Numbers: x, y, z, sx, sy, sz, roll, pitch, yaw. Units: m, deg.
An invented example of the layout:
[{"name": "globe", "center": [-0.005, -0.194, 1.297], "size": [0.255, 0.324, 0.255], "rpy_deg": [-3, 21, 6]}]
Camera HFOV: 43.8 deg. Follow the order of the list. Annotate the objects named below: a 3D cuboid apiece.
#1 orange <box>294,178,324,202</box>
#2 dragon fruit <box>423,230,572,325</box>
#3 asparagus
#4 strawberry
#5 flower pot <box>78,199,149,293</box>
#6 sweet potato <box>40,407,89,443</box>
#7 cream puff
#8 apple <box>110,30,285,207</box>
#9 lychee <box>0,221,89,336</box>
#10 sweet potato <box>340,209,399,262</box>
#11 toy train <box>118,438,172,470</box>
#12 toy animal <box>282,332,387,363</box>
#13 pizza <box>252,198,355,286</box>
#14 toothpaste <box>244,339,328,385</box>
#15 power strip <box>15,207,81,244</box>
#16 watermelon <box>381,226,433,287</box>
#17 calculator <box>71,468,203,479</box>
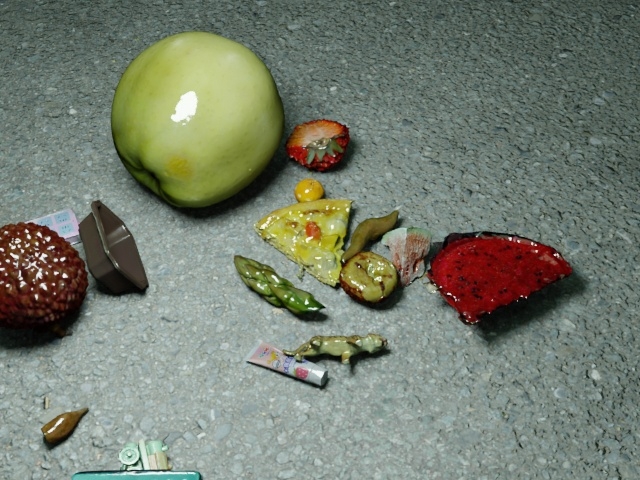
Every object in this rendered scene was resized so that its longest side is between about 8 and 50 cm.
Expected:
[{"name": "orange", "center": [-0.031, -0.132, 2.176], "size": [0.083, 0.070, 0.083], "rpy_deg": [2, 47, -3]}, {"name": "dragon fruit", "center": [0.412, 0.081, 1.955], "size": [0.343, 0.100, 0.282], "rpy_deg": [-21, 49, -21]}, {"name": "asparagus", "center": [-0.115, 0.115, 1.954], "size": [0.287, 0.080, 0.080], "rpy_deg": [35, 57, 24]}, {"name": "strawberry", "center": [-0.004, -0.267, 2.287], "size": [0.190, 0.111, 0.236], "rpy_deg": [-17, 26, 0]}, {"name": "flower pot", "center": [-0.531, 0.028, 1.995], "size": [0.084, 0.179, 0.251], "rpy_deg": [-33, 51, 5]}, {"name": "sweet potato", "center": [-0.553, 0.397, 1.731], "size": [0.049, 0.049, 0.117], "rpy_deg": [33, 46, 27]}, {"name": "cream puff", "center": [0.118, 0.099, 1.955], "size": [0.149, 0.084, 0.149], "rpy_deg": [3, 52, -4]}, {"name": "apple", "center": [-0.333, -0.317, 2.113], "size": [0.473, 0.474, 0.474], "rpy_deg": [-1, 48, 1]}, {"name": "lychee", "center": [-0.679, 0.100, 1.869], "size": [0.264, 0.300, 0.264], "rpy_deg": [-25, 9, 4]}, {"name": "sweet potato", "center": [0.115, -0.013, 2.061], "size": [0.069, 0.059, 0.249], "rpy_deg": [28, 44, 28]}, {"name": "toy train", "center": [-0.347, 0.486, 1.628], "size": [0.118, 0.074, 0.176], "rpy_deg": [-9, 47, -17]}, {"name": "toy animal", "center": [0.034, 0.248, 1.829], "size": [0.241, 0.057, 0.099], "rpy_deg": [-3, 3, 6]}, {"name": "pizza", "center": [0.000, 0.000, 2.053], "size": [0.279, 0.075, 0.288], "rpy_deg": [-20, 50, -15]}, {"name": "toothpaste", "center": [-0.076, 0.282, 1.827], "size": [0.194, 0.043, 0.067], "rpy_deg": [17, 47, 22]}, {"name": "power strip", "center": [-0.764, -0.005, 2.096], "size": [0.278, 0.037, 0.109], "rpy_deg": [-19, 51, -16]}, {"name": "watermelon", "center": [0.233, 0.027, 2.006], "size": [0.097, 0.121, 0.158], "rpy_deg": [8, 49, -22]}, {"name": "calculator", "center": [-0.352, 0.563, 1.508], "size": [0.274, 0.058, 0.248], "rpy_deg": [0, 73, -2]}]
